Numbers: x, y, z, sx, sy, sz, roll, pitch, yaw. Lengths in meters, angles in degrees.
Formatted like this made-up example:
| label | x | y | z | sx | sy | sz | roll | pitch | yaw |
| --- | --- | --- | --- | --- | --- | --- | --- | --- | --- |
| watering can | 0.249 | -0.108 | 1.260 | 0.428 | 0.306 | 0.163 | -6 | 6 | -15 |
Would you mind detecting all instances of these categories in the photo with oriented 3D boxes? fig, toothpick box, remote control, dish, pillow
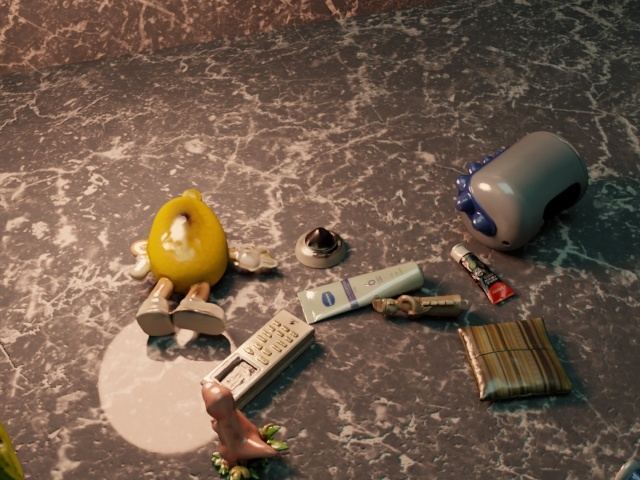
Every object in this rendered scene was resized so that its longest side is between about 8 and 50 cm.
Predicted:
| label | x | y | z | sx | sy | sz | roll | pitch | yaw |
| --- | --- | --- | --- | --- | --- | --- | --- | --- | --- |
| fig | -0.711 | 0.412 | 1.439 | 0.233 | 0.167 | 0.167 | 11 | 43 | 25 |
| toothpick box | 0.514 | -0.128 | 1.937 | 0.354 | 0.263 | 0.263 | -34 | 51 | -29 |
| remote control | -0.139 | 0.271 | 1.652 | 0.103 | 0.056 | 0.277 | 28 | 49 | 30 |
| dish | 0.000 | 0.000 | 1.935 | 0.141 | 0.078 | 0.141 | -1 | 42 | 1 |
| pillow | 0.437 | 0.266 | 1.640 | 0.212 | 0.052 | 0.208 | -6 | 46 | -4 |

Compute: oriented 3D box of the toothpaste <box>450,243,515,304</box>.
| label | x | y | z | sx | sy | sz | roll | pitch | yaw |
| --- | --- | --- | --- | --- | --- | --- | --- | --- | --- |
| toothpaste | 0.413 | 0.085 | 1.855 | 0.071 | 0.045 | 0.193 | -22 | 51 | -21 |

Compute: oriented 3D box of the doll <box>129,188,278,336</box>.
| label | x | y | z | sx | sy | sz | roll | pitch | yaw |
| --- | --- | --- | --- | --- | --- | --- | --- | --- | --- |
| doll | -0.319 | 0.064 | 1.828 | 0.348 | 0.161 | 0.423 | 28 | 49 | 12 |

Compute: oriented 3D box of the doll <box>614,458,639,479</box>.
| label | x | y | z | sx | sy | sz | roll | pitch | yaw |
| --- | --- | --- | --- | --- | --- | --- | --- | --- | --- |
| doll | 0.657 | 0.499 | 1.298 | 0.215 | 0.161 | 0.257 | 2 | 31 | -36 |

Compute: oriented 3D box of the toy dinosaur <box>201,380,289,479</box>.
| label | x | y | z | sx | sy | sz | roll | pitch | yaw |
| --- | --- | --- | --- | --- | --- | --- | --- | --- | --- |
| toy dinosaur | -0.152 | 0.377 | 1.444 | 0.152 | 0.177 | 0.194 | -26 | 49 | -23 |

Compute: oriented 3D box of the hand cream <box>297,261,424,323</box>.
| label | x | y | z | sx | sy | sz | roll | pitch | yaw |
| --- | --- | --- | --- | --- | --- | --- | --- | --- | --- |
| hand cream | 0.108 | 0.128 | 1.820 | 0.320 | 0.067 | 0.109 | -17 | 44 | -5 |

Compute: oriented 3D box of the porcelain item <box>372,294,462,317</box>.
| label | x | y | z | sx | sy | sz | roll | pitch | yaw |
| --- | --- | --- | --- | --- | --- | --- | --- | --- | --- |
| porcelain item | 0.232 | 0.159 | 1.754 | 0.213 | 0.084 | 0.054 | 0 | 71 | 2 |
